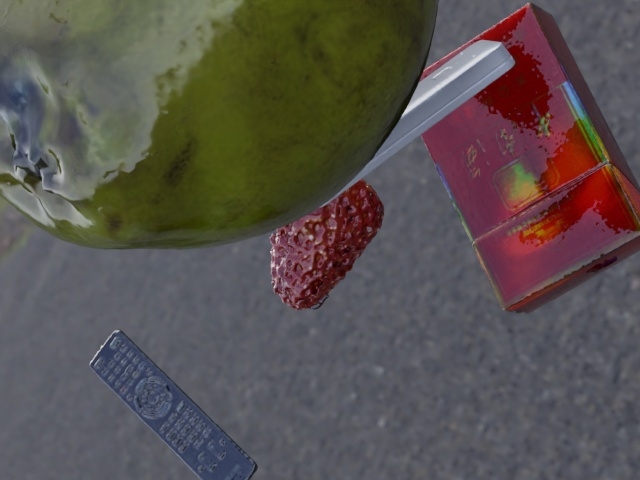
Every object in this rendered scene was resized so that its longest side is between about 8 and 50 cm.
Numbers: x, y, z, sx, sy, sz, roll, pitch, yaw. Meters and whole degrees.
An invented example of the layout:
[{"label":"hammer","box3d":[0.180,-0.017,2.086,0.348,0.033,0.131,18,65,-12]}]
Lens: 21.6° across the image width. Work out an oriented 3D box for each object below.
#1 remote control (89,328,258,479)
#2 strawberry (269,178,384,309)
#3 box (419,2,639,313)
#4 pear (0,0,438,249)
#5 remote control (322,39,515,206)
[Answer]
[{"label":"remote control","box3d":[-0.171,0.200,1.933,0.063,0.245,0.025,-49,-19,7]},{"label":"strawberry","box3d":[0.000,0.000,2.000,0.082,0.121,0.188,-22,-47,-78]},{"label":"box","box3d":[0.247,-0.095,1.992,0.197,0.089,0.313,-31,72,22]},{"label":"pear","box3d":[-0.085,-0.166,1.240,0.413,0.352,0.352,-53,8,-29]},{"label":"remote control","box3d":[0.083,-0.122,1.716,0.250,0.034,0.103,-36,13,-4]}]
